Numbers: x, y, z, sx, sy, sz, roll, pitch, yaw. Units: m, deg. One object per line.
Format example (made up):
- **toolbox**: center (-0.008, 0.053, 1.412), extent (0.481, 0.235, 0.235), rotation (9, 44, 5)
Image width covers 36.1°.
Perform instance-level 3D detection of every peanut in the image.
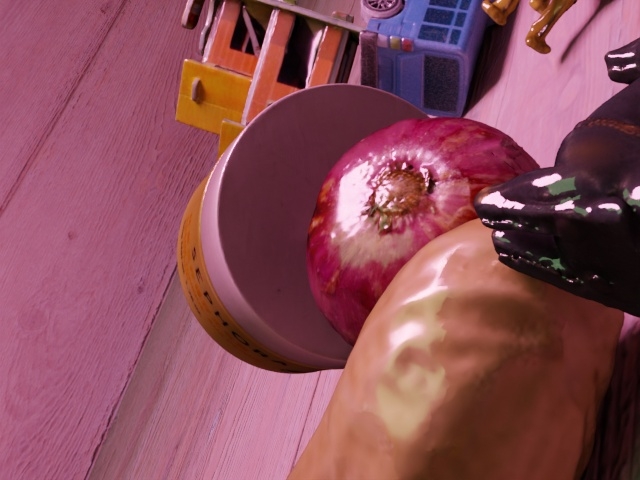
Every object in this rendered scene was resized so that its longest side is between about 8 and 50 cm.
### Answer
- **peanut**: center (0.053, 0.131, 0.534), extent (0.319, 0.147, 0.147), rotation (-61, 12, 14)

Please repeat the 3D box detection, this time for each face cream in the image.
- **face cream**: center (0.000, 0.000, 0.824), extent (0.218, 0.218, 0.179), rotation (-66, 12, -17)

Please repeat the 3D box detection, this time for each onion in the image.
- **onion**: center (0.075, 0.003, 0.665), extent (0.177, 0.177, 0.153), rotation (-78, -19, -51)

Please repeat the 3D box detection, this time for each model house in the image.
- **model house**: center (-0.081, -0.163, 1.298), extent (0.340, 0.300, 0.324), rotation (-42, -31, -81)

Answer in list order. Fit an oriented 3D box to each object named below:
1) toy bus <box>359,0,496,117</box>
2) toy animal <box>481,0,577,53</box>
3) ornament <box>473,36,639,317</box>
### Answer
- **toy bus**: center (0.124, -0.251, 1.042), extent (0.116, 0.133, 0.234), rotation (82, -157, -55)
- **toy animal**: center (0.218, -0.242, 0.836), extent (0.136, 0.073, 0.181), rotation (-45, 8, 32)
- **ornament**: center (0.205, -0.071, 0.433), extent (0.202, 0.080, 0.236), rotation (16, 60, 45)
